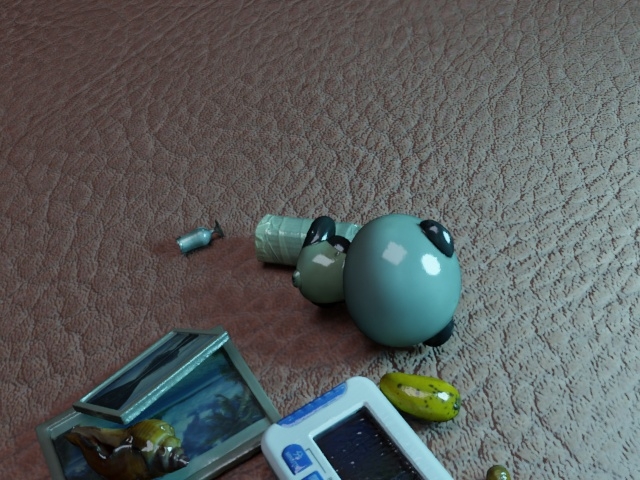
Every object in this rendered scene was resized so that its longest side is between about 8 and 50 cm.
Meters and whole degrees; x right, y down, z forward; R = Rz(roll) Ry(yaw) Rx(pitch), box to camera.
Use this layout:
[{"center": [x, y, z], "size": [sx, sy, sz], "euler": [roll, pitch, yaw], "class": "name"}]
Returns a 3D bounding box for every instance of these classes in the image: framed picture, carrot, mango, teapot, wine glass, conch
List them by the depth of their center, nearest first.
[{"center": [0.231, 0.321, 0.922], "size": [0.032, 0.032, 0.093], "euler": [-16, 49, -4], "class": "carrot"}, {"center": [-0.260, 0.285, 1.000], "size": [0.232, 0.080, 0.086], "euler": [-14, 5, 25], "class": "conch"}, {"center": [0.135, 0.210, 1.017], "size": [0.114, 0.057, 0.079], "euler": [18, 8, 10], "class": "mango"}, {"center": [-0.231, 0.272, 1.070], "size": [0.315, 0.024, 0.232], "euler": [-28, 47, -16], "class": "framed picture"}, {"center": [-0.247, 0.191, 1.094], "size": [0.150, 0.015, 0.203], "euler": [-3, 27, 47], "class": "framed picture"}, {"center": [0.000, 0.000, 1.262], "size": [0.200, 0.077, 0.107], "euler": [7, 28, 18], "class": "teapot"}, {"center": [-0.215, -0.006, 1.331], "size": [0.083, 0.039, 0.042], "euler": [-24, 36, -14], "class": "wine glass"}]

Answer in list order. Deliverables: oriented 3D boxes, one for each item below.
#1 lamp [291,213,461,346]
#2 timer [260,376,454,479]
[{"center": [0.087, 0.055, 1.104], "size": [0.244, 0.198, 0.198], "euler": [8, 47, 29], "class": "lamp"}, {"center": [0.054, 0.305, 0.941], "size": [0.178, 0.078, 0.253], "euler": [-27, 46, -17], "class": "timer"}]
